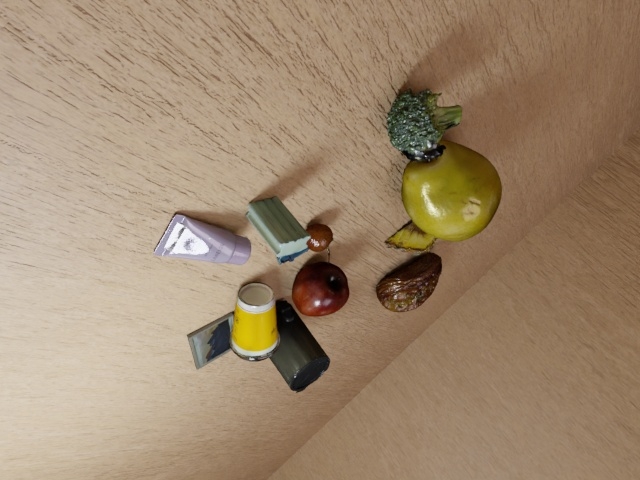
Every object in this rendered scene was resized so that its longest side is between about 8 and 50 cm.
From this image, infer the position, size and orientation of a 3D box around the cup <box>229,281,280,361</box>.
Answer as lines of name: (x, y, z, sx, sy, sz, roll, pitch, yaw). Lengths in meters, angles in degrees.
cup: (-0.240, 0.301, 2.006, 0.196, 0.196, 0.280, -19, 133, -33)

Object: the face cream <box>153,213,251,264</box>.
face cream: (-0.339, 0.007, 1.609, 0.273, 0.096, 0.154, 14, 125, -40)

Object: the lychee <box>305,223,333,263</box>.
lychee: (-0.005, -0.003, 1.947, 0.115, 0.101, 0.140, -59, 151, -3)

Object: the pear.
pear: (0.487, -0.182, 2.036, 0.362, 0.362, 0.418, -43, 123, 4)

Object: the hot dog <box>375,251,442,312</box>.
hot dog: (0.464, 0.211, 2.707, 0.387, 0.174, 0.267, -28, 146, -19)

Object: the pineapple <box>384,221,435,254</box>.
pineapple: (0.470, -0.015, 2.424, 0.334, 0.158, 0.161, -39, 151, -5)

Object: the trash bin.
trash bin: (-0.120, 0.425, 2.189, 0.202, 0.302, 0.252, -12, 140, -40)

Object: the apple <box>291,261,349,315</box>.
apple: (0.000, 0.193, 2.115, 0.233, 0.234, 0.234, -29, 148, -20)

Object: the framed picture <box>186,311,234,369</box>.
framed picture: (-0.410, 0.390, 2.097, 0.192, 0.018, 0.266, -28, 148, -23)

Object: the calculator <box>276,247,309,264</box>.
calculator: (-0.098, 0.043, 1.990, 0.141, 0.019, 0.094, -30, 149, -15)

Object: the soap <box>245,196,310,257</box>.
soap: (-0.132, -0.044, 1.652, 0.114, 0.198, 0.063, -16, 141, -33)

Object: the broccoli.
broccoli: (0.341, -0.364, 1.726, 0.243, 0.247, 0.263, -19, 163, -21)
